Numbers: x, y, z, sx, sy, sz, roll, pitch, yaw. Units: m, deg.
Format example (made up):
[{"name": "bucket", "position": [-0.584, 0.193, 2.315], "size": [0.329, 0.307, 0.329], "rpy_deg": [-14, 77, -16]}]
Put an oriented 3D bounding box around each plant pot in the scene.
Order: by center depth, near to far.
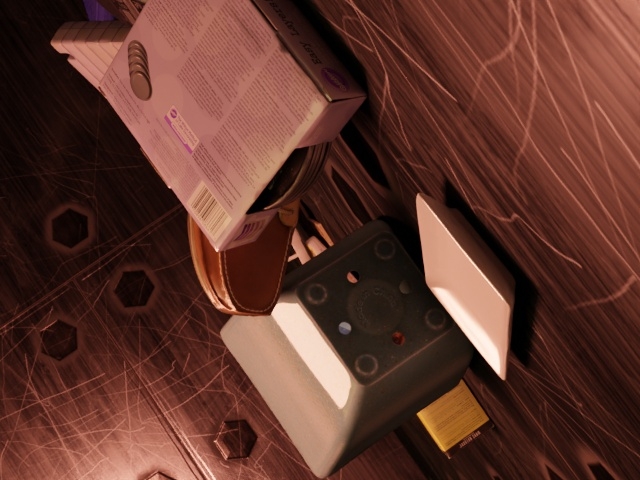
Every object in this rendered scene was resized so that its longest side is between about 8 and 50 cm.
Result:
[{"name": "plant pot", "position": [0.045, 0.117, 1.492], "size": [0.248, 0.247, 0.252], "rpy_deg": [54, 163, 11]}]

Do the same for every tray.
[{"name": "tray", "position": [0.156, 0.048, 1.206], "size": [0.145, 0.030, 0.270], "rpy_deg": [54, 174, 21]}]

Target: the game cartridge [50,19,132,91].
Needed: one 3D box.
[{"name": "game cartridge", "position": [-0.223, -0.202, 1.800], "size": [0.230, 0.068, 0.355], "rpy_deg": [6, 149, 47]}]

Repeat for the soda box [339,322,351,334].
[{"name": "soda box", "position": [0.057, 0.166, 2.080], "size": [0.210, 0.071, 0.067], "rpy_deg": [45, 170, 41]}]

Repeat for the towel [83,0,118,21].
[{"name": "towel", "position": [-0.330, -0.398, 1.937], "size": [0.228, 0.076, 0.308], "rpy_deg": [111, 142, -56]}]

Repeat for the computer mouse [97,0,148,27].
[{"name": "computer mouse", "position": [-0.181, -0.302, 1.545], "size": [0.272, 0.072, 0.188], "rpy_deg": [27, 167, 22]}]

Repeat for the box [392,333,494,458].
[{"name": "box", "position": [0.154, 0.201, 1.746], "size": [0.232, 0.087, 0.058], "rpy_deg": [55, 174, -4]}]

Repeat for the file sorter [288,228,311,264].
[{"name": "file sorter", "position": [-0.131, -0.002, 2.233], "size": [0.193, 0.173, 0.278], "rpy_deg": [64, 179, -40]}]

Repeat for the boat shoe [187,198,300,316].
[{"name": "boat shoe", "position": [-0.077, -0.076, 1.365], "size": [0.120, 0.122, 0.324], "rpy_deg": [-17, 70, 60]}]

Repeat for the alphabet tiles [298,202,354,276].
[{"name": "alphabet tiles", "position": [0.000, 0.000, 2.208], "size": [0.198, 0.009, 0.237], "rpy_deg": [57, 173, -15]}]

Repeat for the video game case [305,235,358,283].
[{"name": "video game case", "position": [0.067, 0.114, 2.152], "size": [0.206, 0.026, 0.227], "rpy_deg": [46, 171, 33]}]

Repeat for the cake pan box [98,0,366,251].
[{"name": "cake pan box", "position": [-0.100, -0.156, 1.250], "size": [0.267, 0.070, 0.246], "rpy_deg": [52, 131, 18]}]
